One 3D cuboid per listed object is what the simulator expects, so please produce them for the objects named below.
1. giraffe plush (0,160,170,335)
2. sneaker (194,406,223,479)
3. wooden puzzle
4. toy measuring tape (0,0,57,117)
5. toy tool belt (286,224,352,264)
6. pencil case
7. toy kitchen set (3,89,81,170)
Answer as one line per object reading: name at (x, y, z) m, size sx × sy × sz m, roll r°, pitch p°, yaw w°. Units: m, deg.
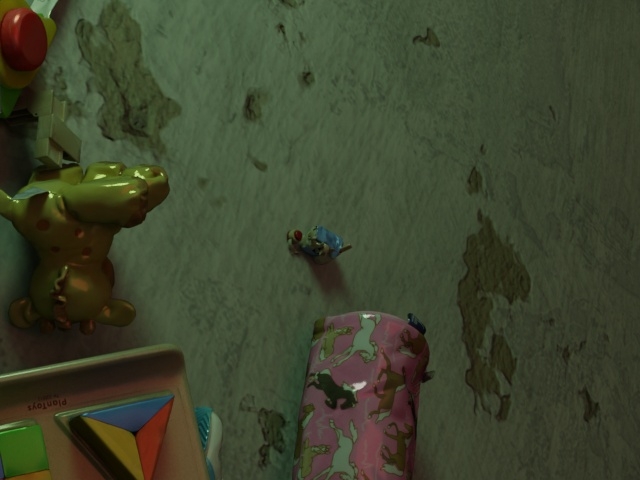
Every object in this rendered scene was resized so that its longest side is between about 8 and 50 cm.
giraffe plush at (-0.268, 0.013, 1.372) m, size 0.210 × 0.181 × 0.170 m, roll -26°, pitch 118°, yaw -57°
sneaker at (-0.147, 0.309, 1.441) m, size 0.092 × 0.087 × 0.228 m, roll 25°, pitch 67°, yaw -46°
wooden puzzle at (-0.247, 0.299, 1.279) m, size 0.322 × 0.080 × 0.347 m, roll -9°, pitch 84°, yaw -31°
toy measuring tape at (-0.350, -0.269, 1.398) m, size 0.121 × 0.121 × 0.330 m, roll 39°, pitch 46°, yaw -30°
toy tool belt at (0.000, 0.000, 1.711) m, size 0.083 × 0.051 × 0.052 m, roll 26°, pitch 59°, yaw -37°
pencil case at (0.051, 0.284, 1.595) m, size 0.160 × 0.167 × 0.386 m, roll 64°, pitch 31°, yaw -60°
toy kitchen set at (-0.321, -0.114, 1.407) m, size 0.068 × 0.075 × 0.083 m, roll 49°, pitch 37°, yaw -61°
